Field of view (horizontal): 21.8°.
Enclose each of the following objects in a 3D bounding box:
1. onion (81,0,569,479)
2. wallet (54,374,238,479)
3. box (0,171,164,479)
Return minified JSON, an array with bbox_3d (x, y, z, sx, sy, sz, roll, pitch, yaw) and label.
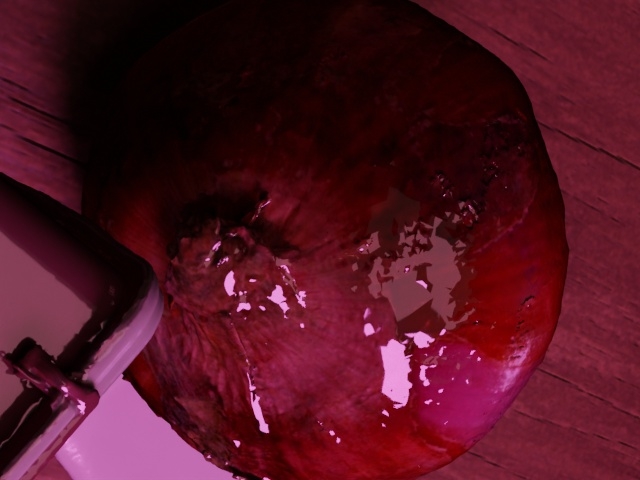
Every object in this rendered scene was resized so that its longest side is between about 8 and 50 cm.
[{"bbox_3d":[0.000,0.000,0.887,0.276,0.276,0.276,-15,117,-30],"label":"onion"},{"bbox_3d":[-0.095,0.124,1.031,0.124,0.032,0.183,-42,130,-14],"label":"wallet"},{"bbox_3d":[-0.220,0.014,0.738,0.193,0.294,0.167,-48,118,-9],"label":"box"}]
